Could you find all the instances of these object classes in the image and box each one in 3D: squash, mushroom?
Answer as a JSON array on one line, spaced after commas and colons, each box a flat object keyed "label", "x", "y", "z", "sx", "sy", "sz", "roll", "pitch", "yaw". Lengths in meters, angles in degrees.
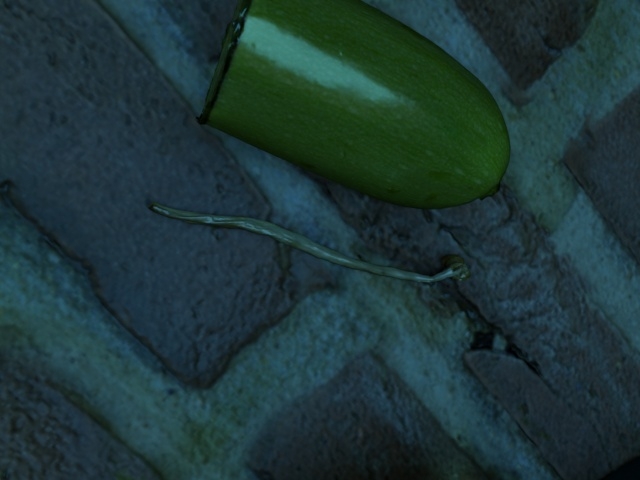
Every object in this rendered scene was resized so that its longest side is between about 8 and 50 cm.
[{"label": "squash", "x": 0.041, "y": -0.104, "z": 0.445, "sx": 0.247, "sy": 0.132, "sz": 0.132, "roll": 21, "pitch": 86, "yaw": -16}, {"label": "mushroom", "x": -0.001, "y": 0.006, "z": 0.491, "sx": 0.286, "sy": 0.026, "sz": 0.028, "roll": 10, "pitch": 73, "yaw": -13}]

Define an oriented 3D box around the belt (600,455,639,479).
[{"label": "belt", "x": 0.359, "y": 0.369, "z": 0.518, "sx": 0.437, "sy": 0.173, "sz": 0.300, "roll": -30, "pitch": 90, "yaw": -15}]
